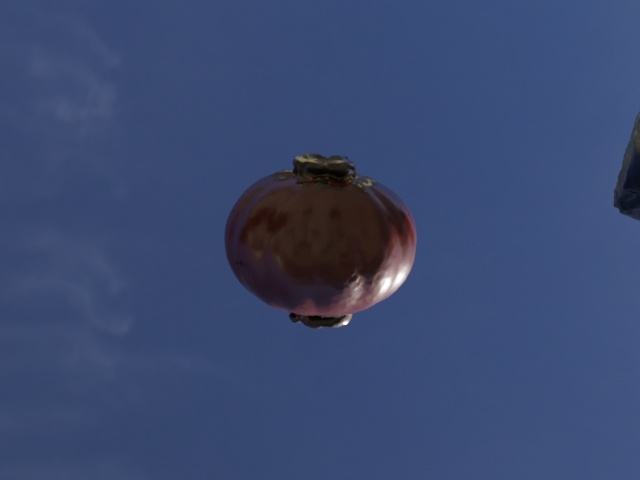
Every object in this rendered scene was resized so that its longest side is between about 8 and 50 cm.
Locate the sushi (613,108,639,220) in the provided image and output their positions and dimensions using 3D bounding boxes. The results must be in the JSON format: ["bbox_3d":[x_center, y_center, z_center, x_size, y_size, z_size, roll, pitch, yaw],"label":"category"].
[{"bbox_3d":[0.268,-0.082,0.981,0.126,0.225,0.136,22,-112,1],"label":"sushi"}]

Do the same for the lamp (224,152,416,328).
[{"bbox_3d":[0.000,0.000,0.790,0.101,0.090,0.101,4,-164,-1],"label":"lamp"}]
